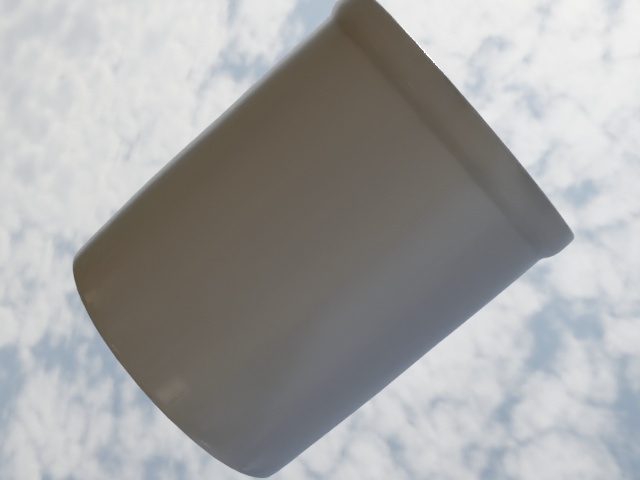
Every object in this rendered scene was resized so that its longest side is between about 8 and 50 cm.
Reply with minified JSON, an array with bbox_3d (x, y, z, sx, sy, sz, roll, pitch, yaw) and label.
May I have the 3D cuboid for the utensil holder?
[{"bbox_3d":[0.000,0.000,1.152,0.385,0.327,0.327,-42,-141,7],"label":"utensil holder"}]
